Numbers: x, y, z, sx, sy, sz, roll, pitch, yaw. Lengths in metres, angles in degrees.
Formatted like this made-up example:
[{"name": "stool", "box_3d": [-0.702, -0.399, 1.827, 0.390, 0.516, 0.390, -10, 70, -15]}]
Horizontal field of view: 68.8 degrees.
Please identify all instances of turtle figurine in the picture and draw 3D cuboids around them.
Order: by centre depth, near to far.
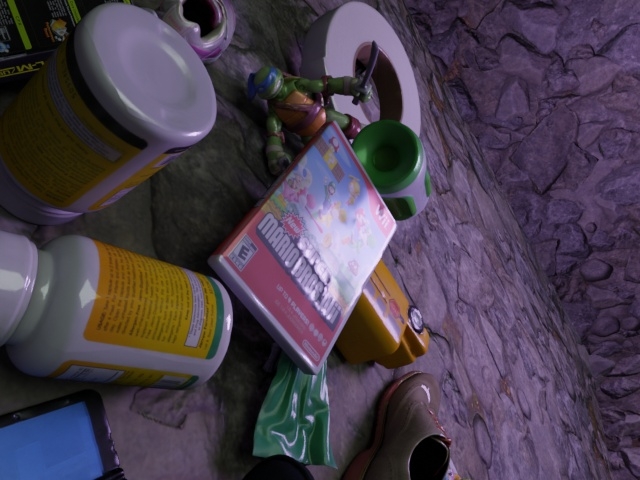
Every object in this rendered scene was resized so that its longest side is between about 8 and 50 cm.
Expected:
[{"name": "turtle figurine", "box_3d": [0.010, -0.179, 0.807, 0.266, 0.274, 0.198, 28, 82, -50]}]

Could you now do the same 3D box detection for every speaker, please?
[{"name": "speaker", "box_3d": [0.134, -0.114, 0.854, 0.296, 0.131, 0.131, 26, 45, -74]}]

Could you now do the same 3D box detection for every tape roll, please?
[{"name": "tape roll", "box_3d": [0.108, -0.339, 1.073, 0.391, 0.071, 0.393, 10, 77, -50]}]

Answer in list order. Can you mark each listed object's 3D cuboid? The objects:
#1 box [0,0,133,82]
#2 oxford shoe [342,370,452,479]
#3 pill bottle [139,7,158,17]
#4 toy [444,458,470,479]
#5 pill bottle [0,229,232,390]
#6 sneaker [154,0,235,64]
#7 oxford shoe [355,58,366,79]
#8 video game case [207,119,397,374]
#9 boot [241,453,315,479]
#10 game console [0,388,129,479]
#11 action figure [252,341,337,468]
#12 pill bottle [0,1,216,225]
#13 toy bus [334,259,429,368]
[{"name": "box", "box_3d": [-0.292, -0.256, 0.452, 0.184, 0.045, 0.191, -22, 87, -23]}, {"name": "oxford shoe", "box_3d": [0.157, 0.320, 0.737, 0.123, 0.130, 0.348, 61, 32, -8]}, {"name": "pill bottle", "box_3d": [-0.213, -0.221, 0.587, 0.116, 0.065, 0.065, 76, 14, -52]}, {"name": "toy", "box_3d": [0.254, 0.469, 0.854, 0.237, 0.056, 0.137, 62, 33, -5]}, {"name": "pill bottle", "box_3d": [-0.191, 0.063, 0.410, 0.208, 0.117, 0.118, 26, 49, -46]}, {"name": "sneaker", "box_3d": [-0.177, -0.322, 0.696, 0.103, 0.111, 0.252, 49, 35, -25]}, {"name": "oxford shoe", "box_3d": [0.064, -0.446, 1.168, 0.096, 0.082, 0.227, 50, 35, -20]}, {"name": "video game case", "box_3d": [0.000, 0.000, 0.621, 0.204, 0.025, 0.285, 55, 49, -26]}, {"name": "boot", "box_3d": [-0.103, 0.247, 0.311, 0.247, 0.094, 0.207, -53, 147, -22]}, {"name": "game console", "box_3d": [-0.200, 0.186, 0.348, 0.144, 0.124, 0.085, -4, 99, -56]}, {"name": "action figure", "box_3d": [-0.030, 0.172, 0.625, 0.137, 0.063, 0.232, 33, 48, -38]}, {"name": "pill bottle", "box_3d": [-0.202, -0.095, 0.413, 0.119, 0.208, 0.119, 35, 43, -40]}, {"name": "toy bus", "box_3d": [0.050, 0.080, 0.763, 0.333, 0.108, 0.130, 56, 33, -15]}]
